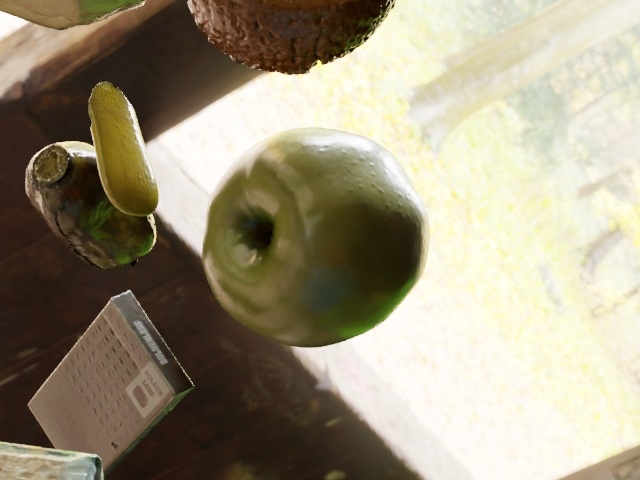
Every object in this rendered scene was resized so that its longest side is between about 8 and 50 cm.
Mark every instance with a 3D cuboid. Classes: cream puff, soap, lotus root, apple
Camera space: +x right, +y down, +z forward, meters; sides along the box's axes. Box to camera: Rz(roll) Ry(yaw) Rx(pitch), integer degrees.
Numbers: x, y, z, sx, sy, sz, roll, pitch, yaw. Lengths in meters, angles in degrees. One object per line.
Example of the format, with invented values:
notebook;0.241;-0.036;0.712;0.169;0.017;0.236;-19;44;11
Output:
cream puff;-0.040;-0.360;1.364;0.212;0.303;0.303;111;-42;-69
soap;-0.241;-0.109;1.226;0.089;0.033;0.168;10;62;-58
lotus root;-0.377;-0.062;1.648;0.152;0.160;0.275;56;-3;32
apple;0.000;0.000;1.573;0.357;0.357;0.357;53;19;-27

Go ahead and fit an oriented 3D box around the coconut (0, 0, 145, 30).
coconut;-0.248;-0.330;0.936;0.259;0.259;0.259;53;19;-27

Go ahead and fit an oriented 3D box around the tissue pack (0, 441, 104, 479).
tissue pack;-0.350;0.289;0.918;0.128;0.311;0.227;-79;173;-53

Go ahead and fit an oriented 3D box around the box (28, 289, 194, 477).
box;-0.336;0.243;1.572;0.047;0.325;0.180;-19;68;-51
